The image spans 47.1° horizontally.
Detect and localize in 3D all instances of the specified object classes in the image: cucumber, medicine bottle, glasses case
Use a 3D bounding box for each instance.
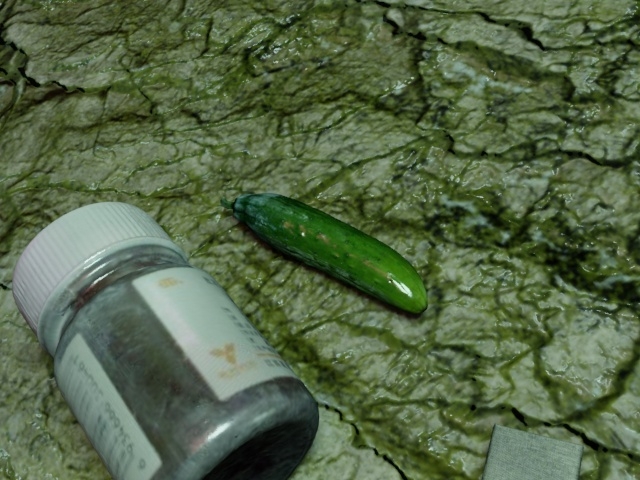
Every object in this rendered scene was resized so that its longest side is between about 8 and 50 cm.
[{"bbox_3d":[0.000,0.000,0.710,0.250,0.056,0.056,27,73,23],"label":"cucumber"},{"bbox_3d":[-0.139,0.102,0.635,0.165,0.165,0.273,-40,59,-7],"label":"medicine bottle"},{"bbox_3d":[0.138,0.241,0.531,0.070,0.047,0.205,10,57,20],"label":"glasses case"}]
